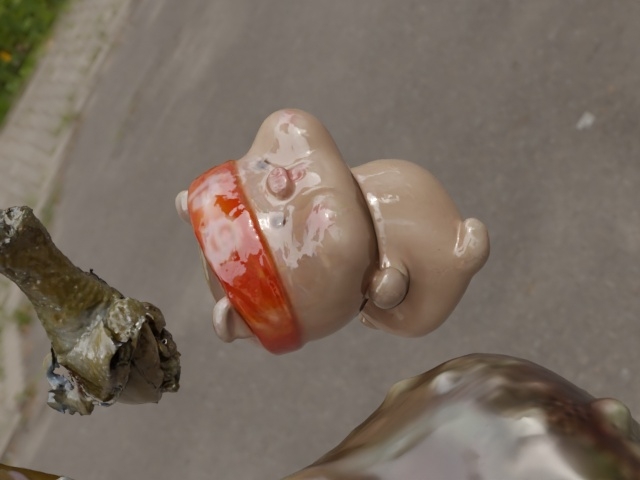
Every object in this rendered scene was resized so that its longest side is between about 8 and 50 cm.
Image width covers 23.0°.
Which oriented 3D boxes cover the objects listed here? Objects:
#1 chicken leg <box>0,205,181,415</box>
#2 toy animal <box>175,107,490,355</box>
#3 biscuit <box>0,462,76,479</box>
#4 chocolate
[{"bbox_3d":[-0.179,0.059,1.169,0.125,0.196,0.080,2,47,28],"label":"chicken leg"},{"bbox_3d":[0.000,0.000,1.103,0.171,0.197,0.171,-1,89,62],"label":"toy animal"},{"bbox_3d":[-0.230,0.228,0.854,0.064,0.283,0.432,-54,6,26],"label":"biscuit"},{"bbox_3d":[0.089,0.187,0.665,0.210,0.340,0.225,-39,37,-10],"label":"chocolate"}]
